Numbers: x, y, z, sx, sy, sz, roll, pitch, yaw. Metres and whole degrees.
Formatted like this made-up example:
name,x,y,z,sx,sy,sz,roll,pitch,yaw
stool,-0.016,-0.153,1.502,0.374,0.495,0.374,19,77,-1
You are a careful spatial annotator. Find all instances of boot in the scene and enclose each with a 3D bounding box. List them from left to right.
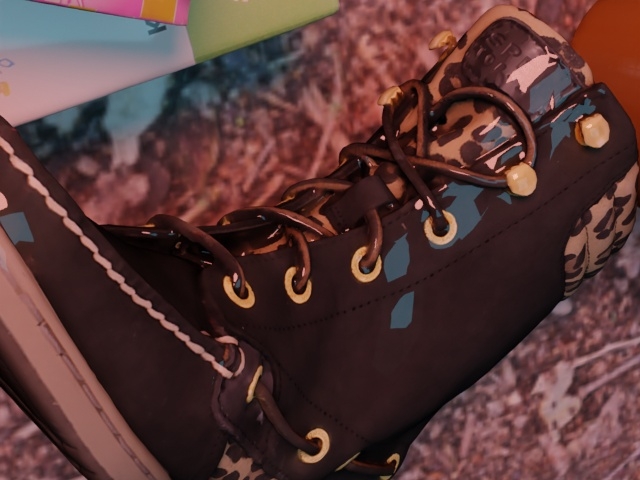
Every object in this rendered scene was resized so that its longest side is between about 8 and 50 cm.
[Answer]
name,x,y,z,sx,sy,sz,roll,pitch,yaw
boot,0.000,0.000,0.570,0.284,0.138,0.377,-44,141,-10

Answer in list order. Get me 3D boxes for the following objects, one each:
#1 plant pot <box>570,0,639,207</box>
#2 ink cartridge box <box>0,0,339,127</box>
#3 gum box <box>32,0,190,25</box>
name,x,y,z,sx,sy,sz,roll,pitch,yaw
plant pot,0.231,-0.072,0.663,0.205,0.188,0.205,-8,109,-24
ink cartridge box,-0.191,-0.134,0.497,0.354,0.119,0.207,-22,112,-16
gum box,-0.088,-0.174,0.418,0.107,0.062,0.188,3,103,-40
